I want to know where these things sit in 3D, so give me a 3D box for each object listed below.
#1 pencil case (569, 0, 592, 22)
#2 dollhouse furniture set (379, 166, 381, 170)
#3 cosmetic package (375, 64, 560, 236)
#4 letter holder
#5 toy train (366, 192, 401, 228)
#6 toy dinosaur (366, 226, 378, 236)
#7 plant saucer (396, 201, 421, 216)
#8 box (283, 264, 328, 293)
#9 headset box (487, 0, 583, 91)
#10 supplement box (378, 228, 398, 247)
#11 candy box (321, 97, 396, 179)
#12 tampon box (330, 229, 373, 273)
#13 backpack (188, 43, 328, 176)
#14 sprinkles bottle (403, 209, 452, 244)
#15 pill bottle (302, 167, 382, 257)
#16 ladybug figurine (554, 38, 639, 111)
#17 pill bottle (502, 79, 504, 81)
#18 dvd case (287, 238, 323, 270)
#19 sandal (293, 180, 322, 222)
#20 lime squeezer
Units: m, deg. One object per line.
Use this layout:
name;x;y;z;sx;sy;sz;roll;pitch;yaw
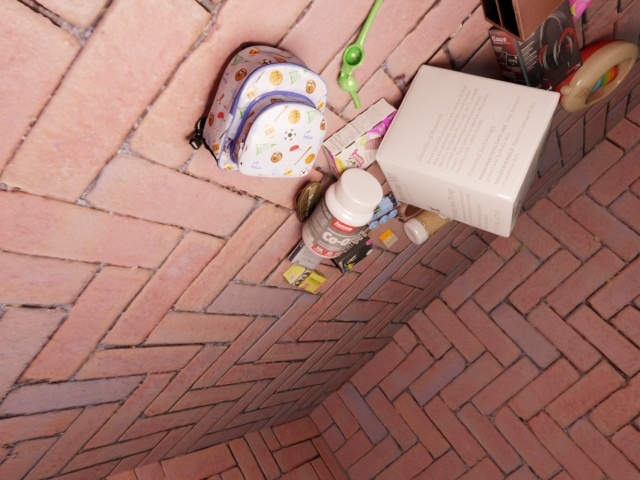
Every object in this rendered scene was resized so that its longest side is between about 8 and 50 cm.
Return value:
pencil case;0.805;-0.755;1.517;0.104;0.104;0.236;-2;133;-50
dollhouse furniture set;0.274;-0.297;1.619;0.151;0.059;0.076;-8;151;-16
cosmetic package;0.436;-0.260;1.373;0.328;0.393;0.329;-64;154;-8
letter holder;0.585;-0.736;1.215;0.302;0.152;0.214;-46;150;12
toy train;0.229;-0.118;1.773;0.184;0.080;0.105;-29;145;-19
toy dinosaur;0.190;-0.004;1.940;0.092;0.053;0.183;-45;164;-25
plant saucer;0.405;-0.166;1.961;0.198;0.036;0.199;-30;151;-19
box;-0.055;0.150;1.839;0.087;0.058;0.232;-44;153;6
headset box;0.673;-0.616;1.437;0.218;0.110;0.293;-38;123;-2
supplement box;0.307;-0.010;2.070;0.062;0.036;0.098;-42;152;5
candy box;0.127;-0.296;1.386;0.233;0.071;0.159;-37;153;-4
tampon box;0.115;0.033;1.827;0.161;0.101;0.120;-36;153;-7
backpack;-0.111;-0.274;1.001;0.276;0.213;0.264;-8;129;-41
sprinkles bottle;0.553;-0.126;2.111;0.355;0.121;0.121;-35;152;-10
pill bottle;0.065;-0.080;1.422;0.161;0.161;0.283;-18;157;-36
ladybug figurine;1.138;-0.703;1.926;0.449;0.162;0.305;-25;150;-28
pill bottle;0.652;-0.470;1.678;0.162;0.162;0.278;-1;134;-50
dvd case;0.000;0.000;1.685;0.239;0.029;0.179;-51;152;6
sandal;-0.048;-0.127;1.447;0.090;0.060;0.219;-37;168;-15
lime squeezer;0.097;-0.442;1.152;0.109;0.059;0.311;-25;149;-25
